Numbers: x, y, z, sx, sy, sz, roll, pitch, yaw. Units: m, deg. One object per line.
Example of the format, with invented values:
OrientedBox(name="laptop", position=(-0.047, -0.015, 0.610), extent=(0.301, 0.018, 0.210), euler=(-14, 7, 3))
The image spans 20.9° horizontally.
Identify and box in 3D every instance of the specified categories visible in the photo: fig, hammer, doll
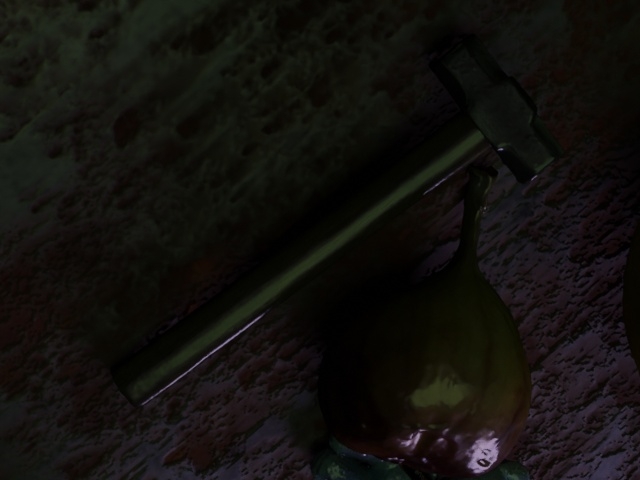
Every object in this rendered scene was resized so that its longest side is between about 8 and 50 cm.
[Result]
OrientedBox(name="fig", position=(0.099, 0.069, 1.285), extent=(0.160, 0.143, 0.230), euler=(25, 103, -21))
OrientedBox(name="hammer", position=(0.000, 0.000, 1.261), extent=(0.365, 0.043, 0.111), euler=(-37, 94, 3))
OrientedBox(name="doll", position=(0.081, 0.204, 1.381), extent=(0.180, 0.075, 0.120), euler=(30, 97, -31))

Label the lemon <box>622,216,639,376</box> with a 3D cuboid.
OrientedBox(name="lemon", position=(0.390, 0.031, 1.301), extent=(0.336, 0.336, 0.336), euler=(-9, 117, -19))
